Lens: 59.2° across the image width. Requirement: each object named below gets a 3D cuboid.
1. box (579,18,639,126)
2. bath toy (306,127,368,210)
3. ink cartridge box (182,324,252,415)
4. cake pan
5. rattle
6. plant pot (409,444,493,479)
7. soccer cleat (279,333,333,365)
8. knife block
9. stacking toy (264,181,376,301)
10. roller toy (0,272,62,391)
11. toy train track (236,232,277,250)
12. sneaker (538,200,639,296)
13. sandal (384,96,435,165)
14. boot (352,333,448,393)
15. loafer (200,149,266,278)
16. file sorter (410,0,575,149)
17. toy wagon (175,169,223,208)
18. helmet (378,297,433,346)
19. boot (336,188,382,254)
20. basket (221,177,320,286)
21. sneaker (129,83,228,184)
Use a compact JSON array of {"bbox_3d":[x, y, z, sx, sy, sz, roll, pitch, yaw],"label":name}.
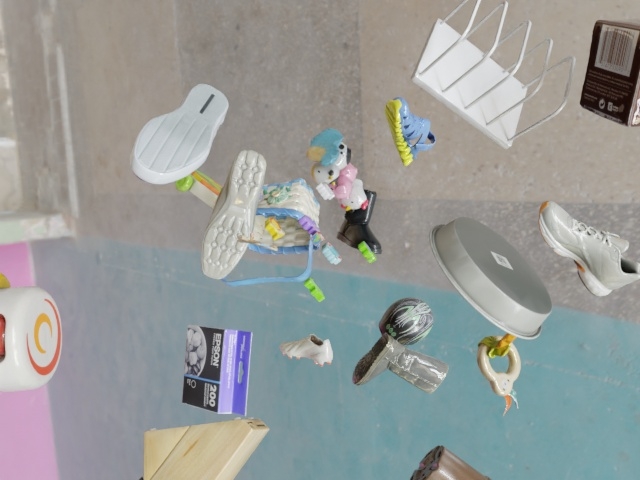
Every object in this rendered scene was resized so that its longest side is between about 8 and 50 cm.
[{"bbox_3d":[0.623,-0.312,1.028,0.168,0.203,0.166,-104,11,-63],"label":"box"},{"bbox_3d":[0.065,-0.197,1.796,0.151,0.348,0.129,-39,57,-2],"label":"bath toy"},{"bbox_3d":[-0.263,0.321,1.411,0.208,0.045,0.206,-2,82,39],"label":"ink cartridge box"},{"bbox_3d":[0.344,0.061,1.116,0.054,0.293,0.293,-50,61,29],"label":"cake pan"},{"bbox_3d":[0.481,0.328,1.398,0.143,0.130,0.199,-28,61,46],"label":"rattle"},{"bbox_3d":[0.302,0.566,1.276,0.165,0.167,0.167,41,127,7],"label":"plant pot"},{"bbox_3d":[-0.039,0.298,1.588,0.196,0.068,0.076,3,95,45],"label":"soccer cleat"},{"bbox_3d":[-0.222,0.442,0.965,0.276,0.088,0.242,-11,71,12],"label":"knife block"},{"bbox_3d":[0.000,0.000,1.249,0.167,0.052,0.221,-37,86,16],"label":"stacking toy"},{"bbox_3d":[-0.587,0.182,1.045,0.191,0.146,0.209,-98,5,-56],"label":"roller toy"},{"bbox_3d":[-0.095,0.001,0.861,0.048,0.083,0.014,2,78,35],"label":"toy train track"},{"bbox_3d":[0.582,0.001,1.209,0.262,0.099,0.121,43,139,-12],"label":"sneaker"},{"bbox_3d":[0.302,-0.377,1.878,0.138,0.317,0.126,-21,65,10],"label":"sandal"},{"bbox_3d":[0.217,0.363,1.542,0.189,0.209,0.076,-50,23,21],"label":"boot"},{"bbox_3d":[-0.206,-0.061,1.360,0.111,0.112,0.319,165,126,-82],"label":"loafer"},{"bbox_3d":[0.376,-0.377,1.213,0.173,0.278,0.192,-34,28,58],"label":"file sorter"},{"bbox_3d":[-0.369,-0.167,1.749,0.068,0.267,0.344,-53,47,2],"label":"toy wagon"},{"bbox_3d":[0.293,0.270,1.885,0.161,0.169,0.169,-44,64,26],"label":"helmet"},{"bbox_3d":[0.154,-0.076,1.992,0.246,0.094,0.207,30,108,58],"label":"boot"},{"bbox_3d":[-0.128,-0.014,1.498,0.255,0.201,0.288,-6,60,22],"label":"basket"},{"bbox_3d":[-0.208,-0.143,0.845,0.094,0.258,0.091,32,127,-7],"label":"sneaker"}]
